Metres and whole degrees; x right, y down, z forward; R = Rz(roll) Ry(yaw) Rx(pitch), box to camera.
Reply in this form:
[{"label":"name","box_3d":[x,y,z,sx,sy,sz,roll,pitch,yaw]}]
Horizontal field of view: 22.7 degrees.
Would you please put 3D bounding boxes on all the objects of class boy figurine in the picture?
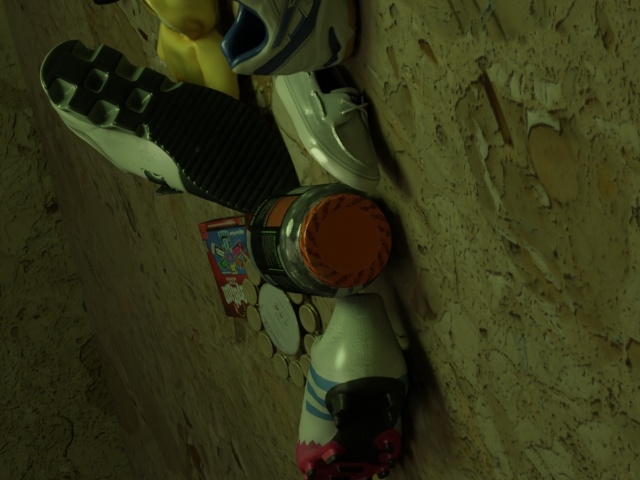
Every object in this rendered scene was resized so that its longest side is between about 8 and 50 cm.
[{"label":"boy figurine","box_3d":[-0.153,-0.207,1.961,0.177,0.092,0.285,46,155,38]}]

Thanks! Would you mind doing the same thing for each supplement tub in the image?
[{"label":"supplement tub","box_3d":[0.000,0.000,1.643,0.190,0.117,0.117,-176,69,-73]}]

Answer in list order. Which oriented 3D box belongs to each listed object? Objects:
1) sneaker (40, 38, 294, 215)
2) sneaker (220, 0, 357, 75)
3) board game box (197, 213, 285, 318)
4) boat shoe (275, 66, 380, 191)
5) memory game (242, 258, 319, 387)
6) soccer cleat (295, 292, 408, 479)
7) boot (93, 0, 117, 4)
[{"label":"sneaker","box_3d":[-0.177,-0.120,1.917,0.330,0.122,0.146,31,159,9]},{"label":"sneaker","box_3d":[-0.039,-0.272,1.459,0.112,0.131,0.296,-123,24,-47]},{"label":"board game box","box_3d":[-0.108,0.038,2.201,0.281,0.027,0.145,174,77,-73]},{"label":"boat shoe","box_3d":[0.017,-0.124,1.566,0.063,0.066,0.184,-55,40,28]},{"label":"memory game","box_3d":[-0.048,0.100,2.031,0.186,0.012,0.186,38,139,44]},{"label":"soccer cleat","box_3d":[0.038,0.167,1.753,0.331,0.116,0.143,105,162,-62]},{"label":"boot","box_3d":[-0.342,-0.473,2.371,0.189,0.076,0.208,140,118,-70]}]
